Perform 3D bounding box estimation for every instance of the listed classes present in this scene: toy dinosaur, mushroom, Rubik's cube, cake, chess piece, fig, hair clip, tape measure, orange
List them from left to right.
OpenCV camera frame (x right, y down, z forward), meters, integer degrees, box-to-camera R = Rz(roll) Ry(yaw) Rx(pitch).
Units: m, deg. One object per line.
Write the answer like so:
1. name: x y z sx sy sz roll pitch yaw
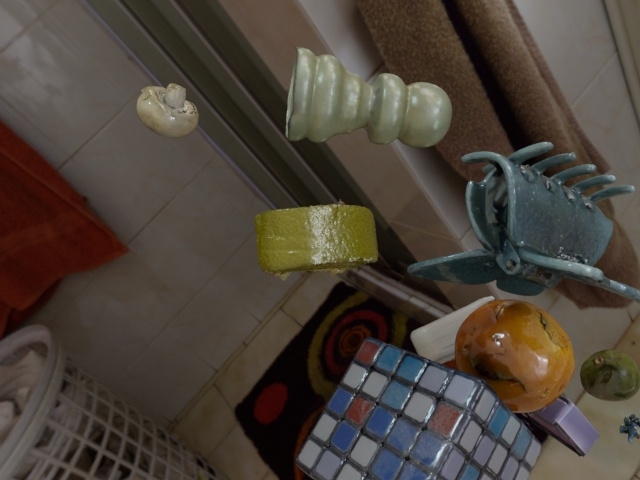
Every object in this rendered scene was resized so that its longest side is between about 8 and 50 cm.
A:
1. mushroom: -0.368 -0.321 1.245 0.122 0.154 0.154 -58 27 24
2. cake: 0.000 0.000 1.063 0.179 0.261 0.156 175 91 -66
3. chess piece: 0.101 -0.267 1.019 0.331 0.182 0.182 7 39 -8
4. Rubik's cube: 0.186 0.398 0.957 0.287 0.292 0.293 11 64 53
5. tape measure: 0.404 0.280 1.494 0.258 0.265 0.130 -27 69 4
6. orange: 0.417 0.249 1.109 0.246 0.246 0.246 -26 36 21
7. hair clip: 0.409 -0.022 0.949 0.392 0.319 0.238 -9 68 62
8. fig: 0.781 0.339 1.380 0.152 0.259 0.151 -17 46 19
9. toy dinosaur: 0.828 0.498 1.352 0.083 0.030 0.047 -44 35 -23

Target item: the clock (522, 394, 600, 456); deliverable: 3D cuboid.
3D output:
1. clock: 0.544 0.408 1.222 0.073 0.144 0.193 -45 19 -6
